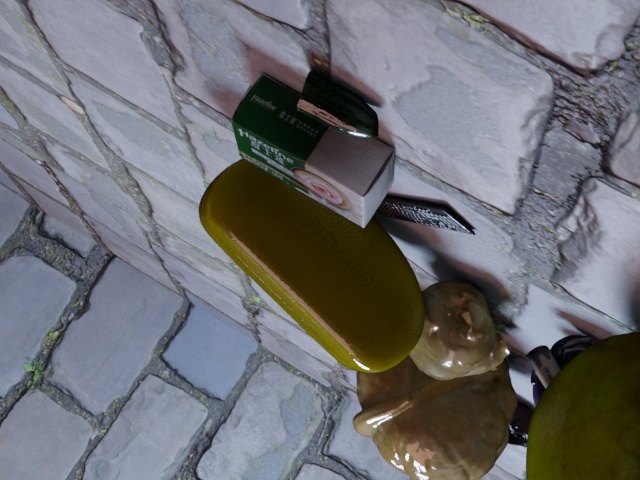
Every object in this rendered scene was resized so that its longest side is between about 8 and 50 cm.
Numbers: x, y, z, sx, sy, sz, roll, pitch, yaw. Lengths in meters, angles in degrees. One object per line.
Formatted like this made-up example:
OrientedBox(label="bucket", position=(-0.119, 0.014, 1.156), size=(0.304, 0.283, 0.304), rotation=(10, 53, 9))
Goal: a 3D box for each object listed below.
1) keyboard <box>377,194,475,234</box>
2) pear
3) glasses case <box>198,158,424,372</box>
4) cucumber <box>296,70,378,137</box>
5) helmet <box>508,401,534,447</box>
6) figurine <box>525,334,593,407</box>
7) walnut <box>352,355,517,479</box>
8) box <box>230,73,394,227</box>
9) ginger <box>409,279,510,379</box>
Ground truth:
OrientedBox(label="keyboard", position=(0.123, -0.038, 1.739), size=(0.067, 0.011, 0.202), rotation=(39, 167, -30))
OrientedBox(label="pear", position=(0.410, 0.283, 1.560), size=(0.352, 0.352, 0.413), rotation=(30, 175, 15))
OrientedBox(label="glasses case", position=(0.003, 0.022, 1.864), size=(0.371, 0.173, 0.141), rotation=(45, 163, -8))
OrientedBox(label="cucumber", position=(0.023, -0.149, 1.471), size=(0.105, 0.048, 0.048), rotation=(28, 167, 10))
OrientedBox(label="helmet", position=(0.366, 0.340, 2.481), size=(0.123, 0.070, 0.098), rotation=(44, 159, -19))
OrientedBox(label="figurine", position=(0.374, 0.227, 1.867), size=(0.145, 0.145, 0.222), rotation=(27, 165, 26))
OrientedBox(label="walnut", position=(0.191, 0.272, 2.212), size=(0.285, 0.285, 0.296), rotation=(79, 169, -74))
OrientedBox(label="box", position=(-0.008, -0.110, 1.631), size=(0.199, 0.081, 0.135), rotation=(28, 167, 10))
OrientedBox(label="ginger", position=(0.198, 0.138, 1.963), size=(0.152, 0.138, 0.267), rotation=(-13, 164, 7))
